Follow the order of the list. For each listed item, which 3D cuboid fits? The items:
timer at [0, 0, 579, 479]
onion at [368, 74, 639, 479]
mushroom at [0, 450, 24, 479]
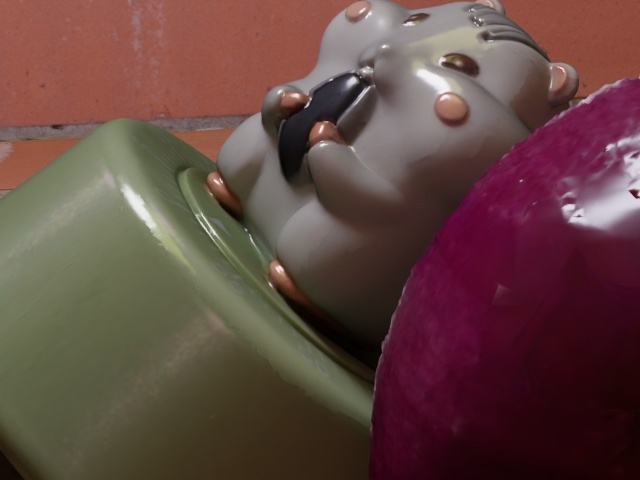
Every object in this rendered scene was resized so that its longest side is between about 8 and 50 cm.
[{"bbox_3d":[0.000,0.000,0.653,0.315,0.291,0.291,-45,11,10],"label":"timer"},{"bbox_3d":[0.192,0.078,0.544,0.348,0.348,0.385,-2,8,0],"label":"onion"},{"bbox_3d":[-0.193,0.152,0.682,0.188,0.117,0.141,-23,-1,-40],"label":"mushroom"}]
